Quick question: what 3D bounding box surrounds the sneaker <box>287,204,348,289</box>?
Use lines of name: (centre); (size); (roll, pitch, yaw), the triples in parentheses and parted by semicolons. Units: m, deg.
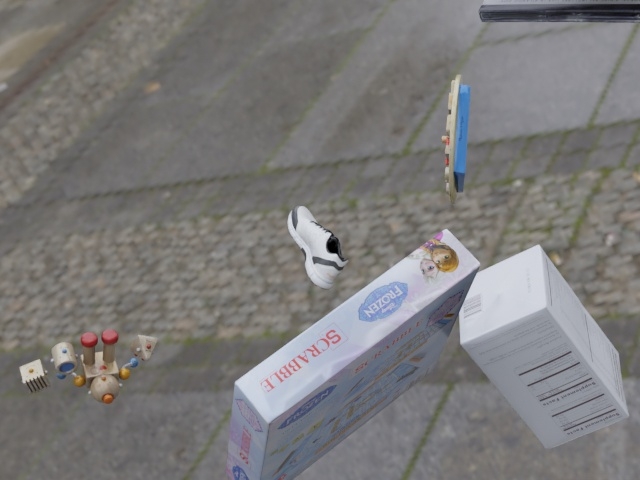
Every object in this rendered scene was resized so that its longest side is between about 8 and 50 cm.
sneaker: (0.000, 0.000, 1.405); (0.044, 0.040, 0.109); (-48, 47, 26)

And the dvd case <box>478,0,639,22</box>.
dvd case: (0.267, -0.283, 1.319); (0.164, 0.018, 0.221); (5, 45, 28)

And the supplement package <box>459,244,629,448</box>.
supplement package: (0.312, 0.153, 1.882); (0.134, 0.244, 0.139); (-27, 31, 23)

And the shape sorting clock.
shape sorting clock: (0.213, -0.160, 2.132); (0.040, 0.206, 0.206); (4, 33, 5)

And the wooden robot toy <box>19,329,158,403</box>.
wooden robot toy: (-0.276, 0.164, 1.646); (0.173, 0.076, 0.079); (-9, 47, -18)

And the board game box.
board game box: (0.031, 0.163, 1.623); (0.319, 0.318, 0.066); (-35, 71, -22)
